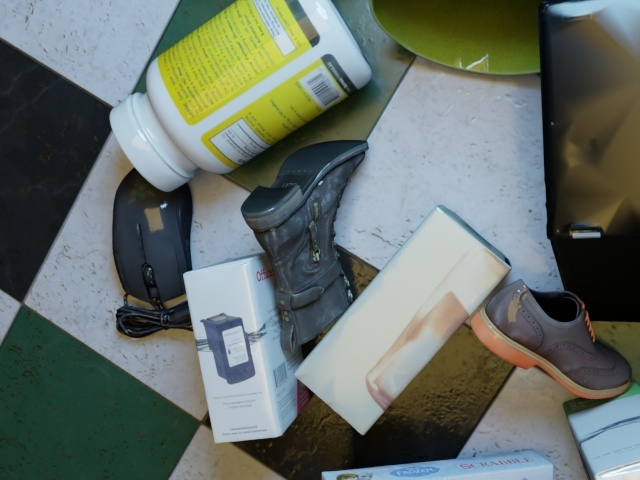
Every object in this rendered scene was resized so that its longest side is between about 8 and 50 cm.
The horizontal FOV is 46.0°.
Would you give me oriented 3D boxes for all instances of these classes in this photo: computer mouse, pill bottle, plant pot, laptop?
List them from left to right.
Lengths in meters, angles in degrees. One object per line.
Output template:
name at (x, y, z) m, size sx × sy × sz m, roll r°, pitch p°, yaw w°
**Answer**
computer mouse at (-0.247, 0.013, 1.138) m, size 0.188 × 0.072 × 0.272 m, roll -6°, pitch 93°, yaw 12°
pill bottle at (-0.113, -0.212, 1.035) m, size 0.334 × 0.188 × 0.188 m, roll -31°, pitch 88°, yaw 11°
plant pot at (0.226, -0.401, 0.938) m, size 0.275 × 0.275 × 0.293 m, roll 12°, pitch 78°, yaw 10°
laptop at (0.467, -0.076, 0.861) m, size 0.382 × 0.236 × 0.408 m, roll -2°, pitch 97°, yaw 24°

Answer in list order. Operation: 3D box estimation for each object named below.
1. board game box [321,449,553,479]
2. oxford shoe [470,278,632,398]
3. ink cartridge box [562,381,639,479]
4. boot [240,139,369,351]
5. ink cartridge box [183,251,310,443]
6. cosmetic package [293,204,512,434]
board game box at (0.164, 0.466, 1.039) m, size 0.319 × 0.066 × 0.318 m, roll -3°, pitch 94°, yaw -13°
oxford shoe at (0.323, 0.128, 0.969) m, size 0.271 × 0.097 × 0.098 m, roll 22°, pitch 117°, yaw -29°
ink cartridge box at (0.400, 0.315, 0.934) m, size 0.115 × 0.273 × 0.198 m, roll -19°, pitch 90°, yaw 12°
boot at (0.000, 0.000, 1.064) m, size 0.091 × 0.263 × 0.229 m, roll 9°, pitch 129°, yaw 42°
ink cartridge box at (-0.098, 0.141, 1.067) m, size 0.100 × 0.172 × 0.237 m, roll -9°, pitch 92°, yaw 14°
cosmetic package at (0.116, 0.102, 1.035) m, size 0.129 × 0.153 × 0.296 m, roll 41°, pitch 102°, yaw 6°
